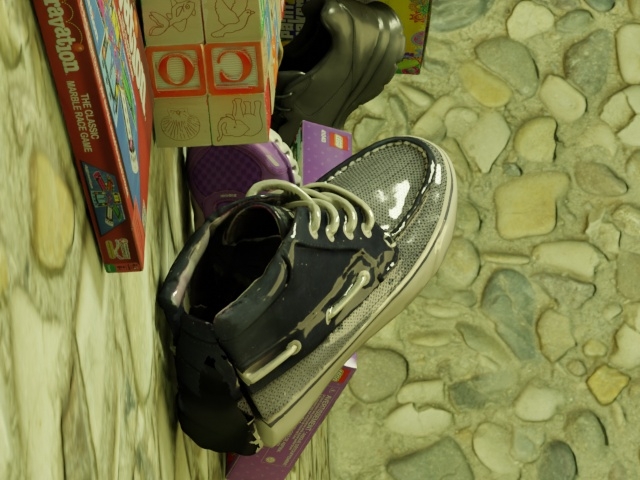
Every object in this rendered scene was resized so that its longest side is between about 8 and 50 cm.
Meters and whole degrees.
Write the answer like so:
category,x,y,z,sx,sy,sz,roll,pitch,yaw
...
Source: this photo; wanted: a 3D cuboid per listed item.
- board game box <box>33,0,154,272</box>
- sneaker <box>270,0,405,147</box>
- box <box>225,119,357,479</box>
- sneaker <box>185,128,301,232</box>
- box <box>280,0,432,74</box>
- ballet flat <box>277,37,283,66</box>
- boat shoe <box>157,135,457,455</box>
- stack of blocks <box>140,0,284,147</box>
category,x,y,z,sx,sy,sz,roll,pitch,yaw
board game box,-0.129,-0.122,1.089,0.281,0.027,0.145,83,4,-52
sneaker,-0.028,-0.128,1.968,0.130,0.109,0.286,14,103,-48
box,-0.028,0.059,1.802,0.201,0.057,0.293,121,-22,-44
sneaker,-0.067,0.010,1.590,0.104,0.095,0.236,-76,166,-52
box,0.034,-0.371,2.057,0.290,0.177,0.279,93,-1,-65
ballet flat,-0.079,-0.228,1.813,0.232,0.080,0.073,93,-23,-64
boat shoe,0.000,0.000,1.485,0.340,0.127,0.158,-54,151,-33
stack of blocks,-0.081,-0.218,1.486,0.297,0.087,0.171,-87,174,-58
